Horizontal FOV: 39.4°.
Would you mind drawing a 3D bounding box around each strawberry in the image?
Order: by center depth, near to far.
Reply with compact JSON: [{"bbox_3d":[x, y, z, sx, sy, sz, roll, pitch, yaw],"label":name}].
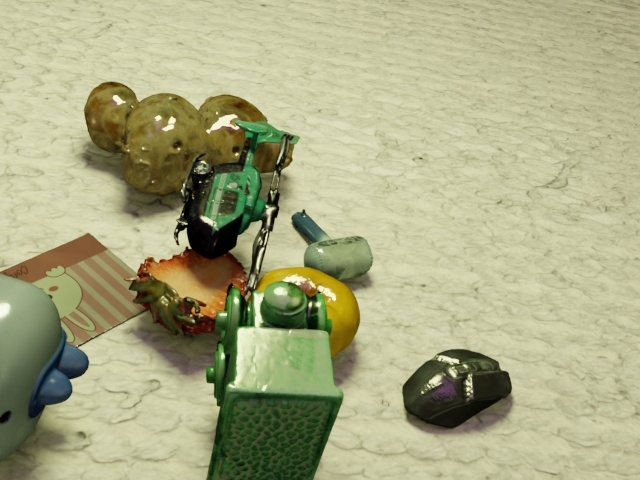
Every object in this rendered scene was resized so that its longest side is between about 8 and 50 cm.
[{"bbox_3d":[-0.182,0.086,1.341,0.167,0.087,0.208,34,23,25],"label":"strawberry"}]

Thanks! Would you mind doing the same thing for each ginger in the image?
[{"bbox_3d":[-0.228,-0.187,1.600,0.375,0.176,0.256,1,35,-18],"label":"ginger"}]

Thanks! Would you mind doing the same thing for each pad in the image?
[{"bbox_3d":[-0.405,0.092,1.321,0.202,0.005,0.300,35,42,27],"label":"pad"}]

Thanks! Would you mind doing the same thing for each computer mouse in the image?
[{"bbox_3d":[0.201,0.207,1.309,0.192,0.062,0.106,-15,46,-30],"label":"computer mouse"}]

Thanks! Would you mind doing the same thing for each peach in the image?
[{"bbox_3d":[-0.029,0.112,1.329,0.179,0.103,0.179,8,34,-6],"label":"peach"}]

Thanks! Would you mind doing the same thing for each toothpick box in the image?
[{"bbox_3d":[-0.465,0.129,1.074,0.355,0.263,0.263,16,37,0],"label":"toothpick box"}]

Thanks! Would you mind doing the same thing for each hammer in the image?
[{"bbox_3d":[0.000,0.000,1.522,0.116,0.069,0.194,-10,35,-27],"label":"hammer"}]

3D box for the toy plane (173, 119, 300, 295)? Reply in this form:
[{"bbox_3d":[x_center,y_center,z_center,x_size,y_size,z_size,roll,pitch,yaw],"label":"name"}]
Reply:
[{"bbox_3d":[-0.132,-0.082,1.420,0.155,0.106,0.381,15,41,-4],"label":"toy plane"}]

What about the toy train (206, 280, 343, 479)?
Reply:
[{"bbox_3d":[-0.065,0.178,1.105,0.145,0.266,0.201,5,46,-10],"label":"toy train"}]
